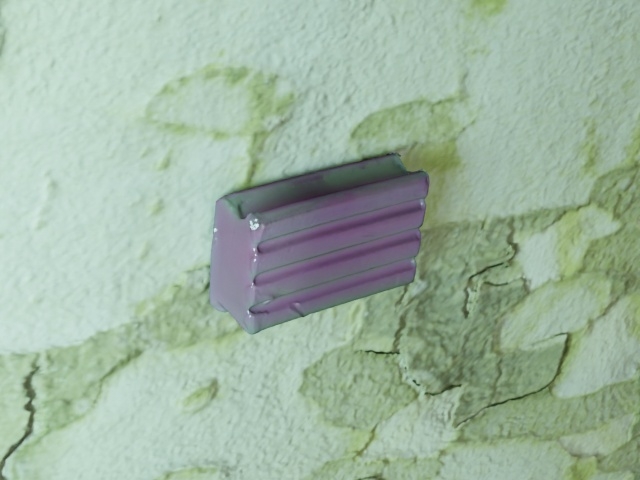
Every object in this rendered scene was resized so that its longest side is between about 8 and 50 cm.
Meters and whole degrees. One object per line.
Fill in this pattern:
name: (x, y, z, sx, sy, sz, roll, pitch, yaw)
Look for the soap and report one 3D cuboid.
soap: (0.000, 0.000, 1.528, 0.203, 0.065, 0.122, -15, 124, -35)
